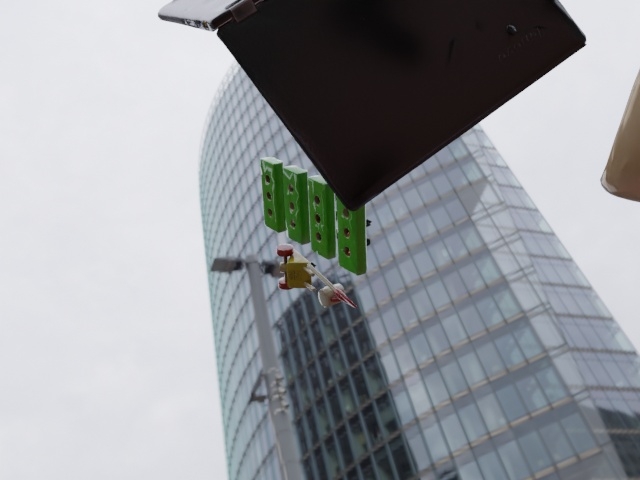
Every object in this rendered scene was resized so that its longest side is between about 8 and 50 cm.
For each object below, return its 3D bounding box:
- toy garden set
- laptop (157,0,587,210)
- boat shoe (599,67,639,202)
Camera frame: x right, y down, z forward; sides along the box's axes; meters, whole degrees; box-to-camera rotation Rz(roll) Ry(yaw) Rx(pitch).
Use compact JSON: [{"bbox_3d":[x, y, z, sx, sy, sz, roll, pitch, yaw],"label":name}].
[{"bbox_3d":[0.000,0.000,1.031,0.049,0.244,0.204,-16,-65,-30],"label":"toy garden set"},{"bbox_3d":[0.047,-0.289,0.968,0.382,0.408,0.236,-35,-59,-12],"label":"laptop"},{"bbox_3d":[0.200,-0.180,0.329,0.110,0.341,0.121,9,-9,21],"label":"boat shoe"}]
